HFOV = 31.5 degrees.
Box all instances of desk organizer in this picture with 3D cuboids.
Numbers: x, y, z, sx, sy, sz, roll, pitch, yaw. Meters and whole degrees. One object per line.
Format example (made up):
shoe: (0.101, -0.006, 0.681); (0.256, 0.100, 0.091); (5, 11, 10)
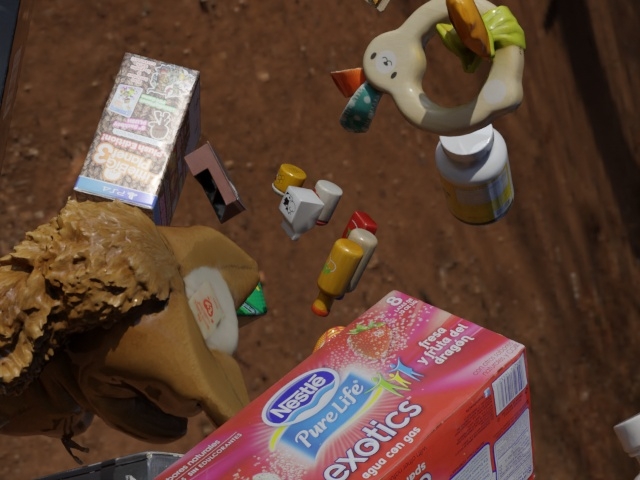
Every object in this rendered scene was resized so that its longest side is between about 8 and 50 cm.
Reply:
desk organizer: (-0.175, -0.096, 1.885); (0.130, 0.050, 0.047); (61, 4, 29)

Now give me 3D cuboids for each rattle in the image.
rattle: (0.065, -0.148, 0.977); (0.143, 0.200, 0.130); (-27, 114, -58)

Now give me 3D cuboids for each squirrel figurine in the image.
squirrel figurine: (-0.315, 0.121, 1.423); (0.397, 0.370, 0.281); (44, 33, -49)

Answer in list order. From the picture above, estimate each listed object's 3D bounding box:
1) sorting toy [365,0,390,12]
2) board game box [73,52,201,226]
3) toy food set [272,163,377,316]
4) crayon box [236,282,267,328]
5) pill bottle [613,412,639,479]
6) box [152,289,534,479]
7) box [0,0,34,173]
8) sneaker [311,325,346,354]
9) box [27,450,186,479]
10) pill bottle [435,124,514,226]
sorting toy: (0.073, -0.327, 1.375); (0.062, 0.083, 0.012); (40, 26, 13)
board game box: (-0.325, -0.149, 2.068); (0.232, 0.141, 0.291); (102, 3, -65)
toy food set: (0.000, 0.000, 1.530); (0.111, 0.104, 0.232); (8, 28, -37)
crayon box: (-0.234, 0.120, 1.705); (0.165, 0.278, 0.081); (0, 69, -45)
pill bottle: (0.364, 0.250, 1.039); (0.221, 0.124, 0.124); (64, 21, 13)
box: (0.018, 0.163, 0.745); (0.257, 0.123, 0.128); (-36, 131, -32)
box: (-0.566, -0.240, 1.504); (0.179, 0.312, 0.343); (-104, -152, -68)
sneaker: (0.008, 0.149, 1.004); (0.067, 0.064, 0.175); (-126, -148, -55)
box: (-0.245, 0.449, 1.236); (0.097, 0.318, 0.395); (16, 64, -43)
pill bottle: (0.221, -0.105, 1.636); (0.184, 0.103, 0.103); (64, 25, -57)
